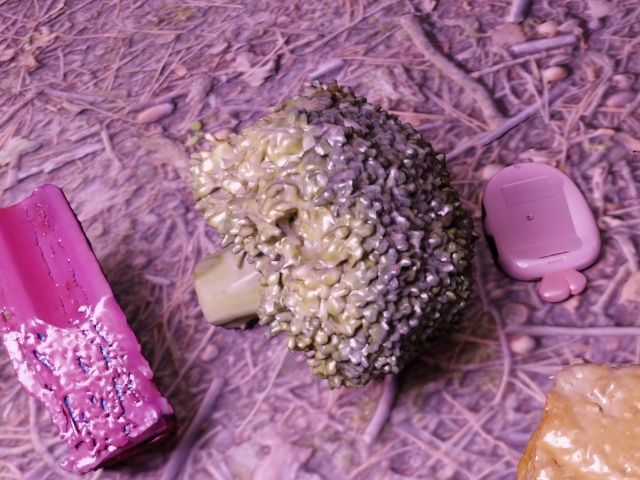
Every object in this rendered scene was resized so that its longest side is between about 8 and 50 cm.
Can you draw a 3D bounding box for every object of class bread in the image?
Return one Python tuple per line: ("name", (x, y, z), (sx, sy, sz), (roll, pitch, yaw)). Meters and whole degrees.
("bread", (0.259, 0.175, 0.599), (0.245, 0.121, 0.174), (10, 55, 18))

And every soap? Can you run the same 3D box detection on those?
("soap", (-0.213, 0.091, 0.762), (0.099, 0.162, 0.250), (-25, 52, -15))

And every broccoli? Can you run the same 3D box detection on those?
("broccoli", (0.008, -0.017, 0.756), (0.259, 0.236, 0.288), (4, 17, 15))

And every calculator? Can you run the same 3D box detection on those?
("calculator", (0.208, -0.013, 0.826), (0.103, 0.024, 0.166), (-13, 49, 3))
